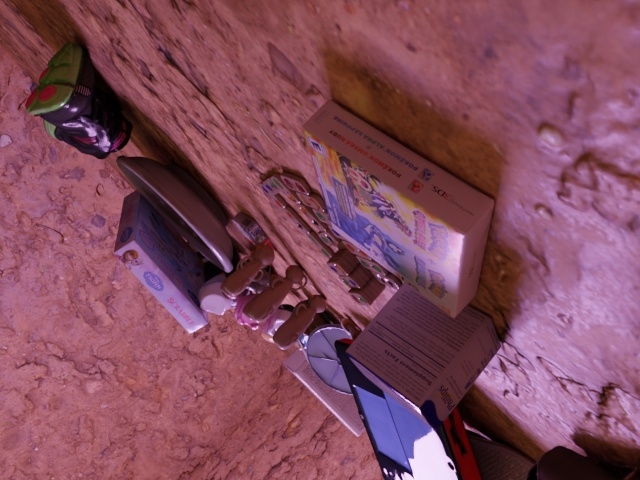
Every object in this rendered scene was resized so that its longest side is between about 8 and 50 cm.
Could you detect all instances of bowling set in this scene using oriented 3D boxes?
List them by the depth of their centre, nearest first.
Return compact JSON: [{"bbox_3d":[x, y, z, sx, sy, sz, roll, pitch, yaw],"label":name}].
[{"bbox_3d":[-0.135,0.091,1.287,0.200,0.154,0.287,31,161,43],"label":"bowling set"}]

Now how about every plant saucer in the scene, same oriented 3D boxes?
[{"bbox_3d":[-0.346,-0.088,1.474,0.400,0.100,0.400,42,166,13],"label":"plant saucer"}]

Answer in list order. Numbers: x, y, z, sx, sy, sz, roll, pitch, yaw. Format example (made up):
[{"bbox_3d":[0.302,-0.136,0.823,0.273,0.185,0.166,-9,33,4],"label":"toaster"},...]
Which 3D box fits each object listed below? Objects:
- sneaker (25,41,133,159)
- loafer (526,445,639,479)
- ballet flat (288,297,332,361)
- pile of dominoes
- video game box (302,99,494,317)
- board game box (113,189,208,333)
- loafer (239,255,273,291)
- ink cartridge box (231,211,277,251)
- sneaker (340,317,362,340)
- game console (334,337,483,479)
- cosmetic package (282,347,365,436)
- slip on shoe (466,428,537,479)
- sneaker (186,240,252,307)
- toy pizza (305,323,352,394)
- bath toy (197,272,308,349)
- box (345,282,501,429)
[{"bbox_3d":[-0.521,-0.297,1.295,0.202,0.185,0.483,29,174,-16],"label":"sneaker"},{"bbox_3d":[0.333,0.344,0.743,0.130,0.134,0.366,38,165,21],"label":"loafer"},{"bbox_3d":[0.040,0.303,1.475,0.342,0.124,0.116,46,171,-9],"label":"ballet flat"},{"bbox_3d":[0.000,0.000,0.880,0.251,0.040,0.196,46,166,-10],"label":"pile of dominoes"},{"bbox_3d":[0.078,-0.023,0.581,0.187,0.048,0.205,35,164,25],"label":"video game box"},{"bbox_3d":[-0.433,0.050,1.588,0.319,0.066,0.318,56,-175,-31],"label":"board game box"},{"bbox_3d":[-0.159,0.089,1.526,0.094,0.087,0.251,26,178,5],"label":"loafer"},{"bbox_3d":[-0.147,-0.011,1.285,0.063,0.029,0.115,31,161,41],"label":"ink cartridge box"},{"bbox_3d":[0.074,0.208,1.309,0.083,0.032,0.037,58,170,-19],"label":"sneaker"},{"bbox_3d":[0.174,0.392,1.156,0.342,0.060,0.387,-3,109,59],"label":"game console"},{"bbox_3d":[0.051,0.430,1.746,0.309,0.160,0.113,49,166,-17],"label":"cosmetic package"},{"bbox_3d":[0.344,0.448,1.118,0.101,0.123,0.331,12,180,-34],"label":"slip on shoe"},{"bbox_3d":[-0.278,0.129,1.877,0.257,0.169,0.447,43,177,-35],"label":"sneaker"},{"bbox_3d":[0.057,0.285,1.389,0.201,0.032,0.201,12,119,23],"label":"toy pizza"},{"bbox_3d":[-0.178,0.195,1.603,0.348,0.151,0.129,27,-147,-17],"label":"bath toy"},{"bbox_3d":[0.127,0.134,0.705,0.126,0.137,0.072,31,162,43],"label":"box"}]
